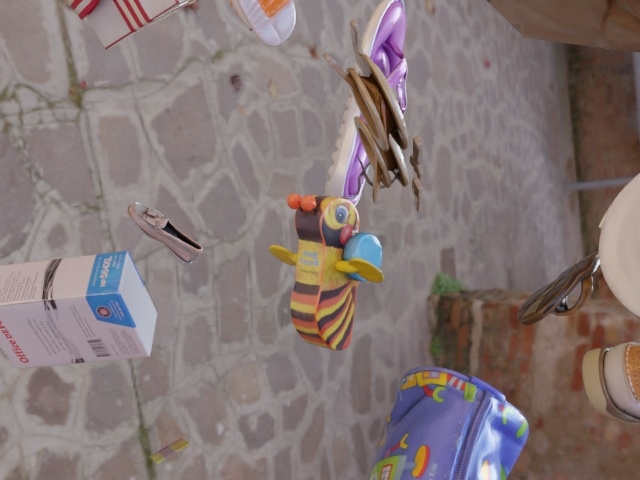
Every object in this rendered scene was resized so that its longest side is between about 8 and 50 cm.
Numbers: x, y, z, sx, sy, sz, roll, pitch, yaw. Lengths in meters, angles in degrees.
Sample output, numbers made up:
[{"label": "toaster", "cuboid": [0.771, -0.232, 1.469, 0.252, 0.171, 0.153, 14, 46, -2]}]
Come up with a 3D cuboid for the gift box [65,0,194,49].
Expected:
[{"label": "gift box", "cuboid": [-0.377, -0.557, 1.567, 0.276, 0.255, 0.258, 55, 38, -14]}]

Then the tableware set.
[{"label": "tableware set", "cuboid": [0.045, -0.097, 0.708, 0.128, 0.039, 0.194, 64, 0, 15]}]

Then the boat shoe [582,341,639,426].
[{"label": "boat shoe", "cuboid": [0.438, 0.181, 0.958, 0.302, 0.103, 0.113, 14, 64, -42]}]

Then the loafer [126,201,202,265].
[{"label": "loafer", "cuboid": [-0.227, -0.016, 1.175, 0.125, 0.039, 0.045, 44, 31, -17]}]

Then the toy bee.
[{"label": "toy bee", "cuboid": [0.000, 0.000, 1.140, 0.162, 0.195, 0.298, 22, 59, -47]}]

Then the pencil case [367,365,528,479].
[{"label": "pencil case", "cuboid": [0.078, 0.241, 0.603, 0.119, 0.133, 0.306, 30, 50, -6]}]

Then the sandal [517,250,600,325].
[{"label": "sandal", "cuboid": [0.393, 0.084, 1.260, 0.219, 0.090, 0.060, -27, 82, -45]}]

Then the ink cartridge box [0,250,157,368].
[{"label": "ink cartridge box", "cuboid": [-0.354, 0.101, 1.128, 0.148, 0.203, 0.085, 79, 8, -46]}]

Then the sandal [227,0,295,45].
[{"label": "sandal", "cuboid": [-0.141, -0.493, 1.521, 0.102, 0.076, 0.265, -34, 99, -19]}]

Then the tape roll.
[{"label": "tape roll", "cuboid": [0.563, 0.011, 1.170, 0.100, 0.286, 0.286, 30, 59, -45]}]

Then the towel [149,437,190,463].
[{"label": "towel", "cuboid": [-0.319, 0.447, 1.696, 0.083, 0.060, 0.009, -26, 100, -24]}]

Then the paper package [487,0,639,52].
[{"label": "paper package", "cuboid": [0.347, -0.395, 0.886, 0.168, 0.309, 0.324, 33, 91, -31]}]

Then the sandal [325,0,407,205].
[{"label": "sandal", "cuboid": [0.117, -0.251, 1.524, 0.169, 0.102, 0.416, -10, 117, -68]}]
